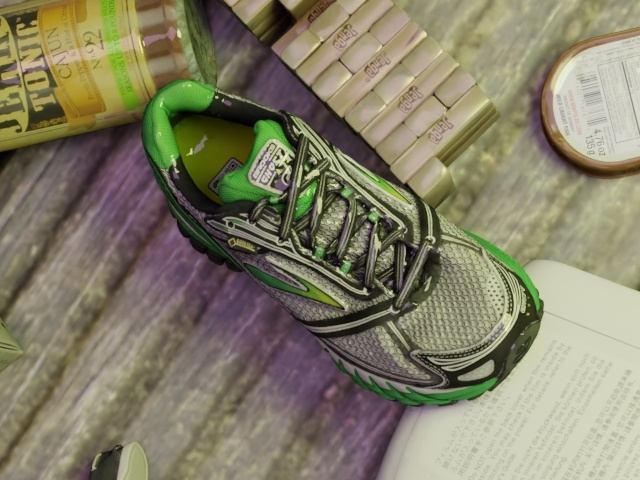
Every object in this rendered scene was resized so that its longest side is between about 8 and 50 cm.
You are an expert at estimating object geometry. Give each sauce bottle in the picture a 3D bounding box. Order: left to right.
[{"bbox_3d":[-0.255,-0.118,1.437,0.344,0.111,0.111,-14,81,7],"label":"sauce bottle"}]

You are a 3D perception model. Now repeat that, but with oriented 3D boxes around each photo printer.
[{"bbox_3d":[0.193,0.157,1.277,0.307,0.107,0.256,21,71,37],"label":"photo printer"}]

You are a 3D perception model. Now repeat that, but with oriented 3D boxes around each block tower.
[{"bbox_3d":[-0.005,-0.172,1.415,0.097,0.091,0.335,-44,79,2],"label":"block tower"}]

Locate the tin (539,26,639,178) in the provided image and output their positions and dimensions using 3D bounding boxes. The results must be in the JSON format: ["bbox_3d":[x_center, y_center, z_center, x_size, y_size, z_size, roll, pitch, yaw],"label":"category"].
[{"bbox_3d":[0.256,-0.108,1.394,0.189,0.040,0.106,-13,85,7],"label":"tin"}]

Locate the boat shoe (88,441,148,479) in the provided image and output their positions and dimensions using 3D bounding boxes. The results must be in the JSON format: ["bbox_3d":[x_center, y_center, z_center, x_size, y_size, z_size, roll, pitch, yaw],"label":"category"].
[{"bbox_3d":[-0.157,0.200,1.388,0.038,0.046,0.125,-14,40,18],"label":"boat shoe"}]

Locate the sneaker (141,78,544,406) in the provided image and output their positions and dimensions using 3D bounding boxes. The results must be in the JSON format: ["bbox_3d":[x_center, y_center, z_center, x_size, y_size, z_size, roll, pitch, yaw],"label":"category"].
[{"bbox_3d":[0.000,0.000,1.316,0.343,0.146,0.134,28,79,28],"label":"sneaker"}]

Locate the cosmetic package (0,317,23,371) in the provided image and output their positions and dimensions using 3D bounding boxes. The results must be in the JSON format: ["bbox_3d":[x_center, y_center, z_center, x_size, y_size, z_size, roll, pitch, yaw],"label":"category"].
[{"bbox_3d":[-0.401,0.114,1.430,0.309,0.113,0.160,-39,79,1],"label":"cosmetic package"}]
